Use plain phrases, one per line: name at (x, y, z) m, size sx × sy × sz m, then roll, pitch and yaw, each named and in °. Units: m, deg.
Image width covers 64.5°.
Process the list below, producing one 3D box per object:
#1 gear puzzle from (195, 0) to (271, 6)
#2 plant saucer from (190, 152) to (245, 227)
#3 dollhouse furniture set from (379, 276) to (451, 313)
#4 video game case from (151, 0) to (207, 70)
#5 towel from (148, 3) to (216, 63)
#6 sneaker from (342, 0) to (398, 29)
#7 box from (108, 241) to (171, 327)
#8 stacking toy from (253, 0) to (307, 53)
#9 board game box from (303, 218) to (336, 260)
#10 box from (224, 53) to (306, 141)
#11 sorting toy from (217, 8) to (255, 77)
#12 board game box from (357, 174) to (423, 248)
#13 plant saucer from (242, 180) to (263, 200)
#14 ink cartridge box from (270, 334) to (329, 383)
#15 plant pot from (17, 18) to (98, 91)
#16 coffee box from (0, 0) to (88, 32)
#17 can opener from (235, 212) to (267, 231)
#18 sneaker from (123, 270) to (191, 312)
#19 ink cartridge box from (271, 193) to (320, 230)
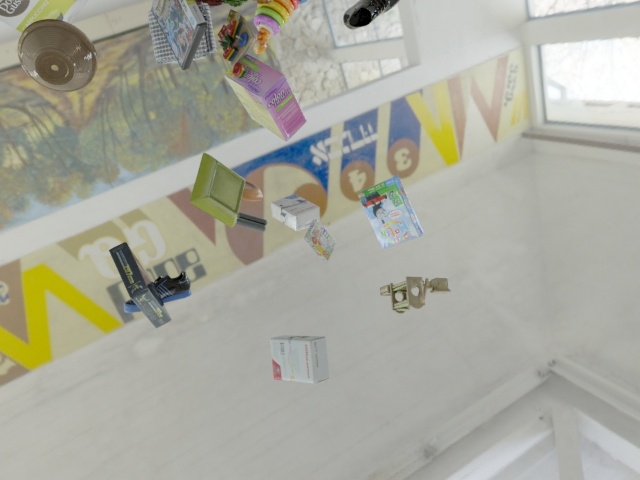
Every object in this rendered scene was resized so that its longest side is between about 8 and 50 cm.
gear puzzle at (-0.308, -0.843, 1.775) m, size 0.338 × 0.044 × 0.175 m, roll 8°, pitch -144°, yaw 16°
plant saucer at (-0.315, -0.164, 1.633) m, size 0.045 × 0.188 × 0.188 m, roll -10°, pitch -120°, yaw 36°
dollhouse furniture set at (0.312, 0.190, 1.674) m, size 0.160 × 0.101 × 0.182 m, roll 4°, pitch 163°, yaw -21°
video game case at (-0.486, -0.758, 1.720) m, size 0.035 × 0.248 × 0.275 m, roll -28°, pitch -179°, yaw -30°
towel at (-0.627, -0.933, 2.284) m, size 0.283 × 0.235 × 0.121 m, roll -5°, pitch -170°, yaw 16°
sneaker at (0.168, -0.674, 1.440) m, size 0.222 × 0.083 × 0.118 m, roll -36°, pitch -156°, yaw 13°
box at (-0.533, 0.137, 1.510) m, size 0.059 × 0.233 × 0.183 m, roll -28°, pitch -118°, yaw -13°
stacking toy at (-0.192, -0.847, 1.934) m, size 0.175 × 0.165 × 0.302 m, roll 12°, pitch -102°, yaw 48°
board game box at (0.000, 0.000, 2.130) m, size 0.026 × 0.154 × 0.103 m, roll -5°, pitch -132°, yaw 42°
box at (-0.192, -0.510, 1.824) m, size 0.117 × 0.243 × 0.213 m, roll -47°, pitch -122°, yaw -8°
sorting toy at (-0.299, -0.692, 1.737) m, size 0.132 × 0.046 × 0.275 m, roll -44°, pitch -124°, yaw 30°
board game box at (0.230, -0.091, 1.682) m, size 0.160 × 0.212 × 0.039 m, roll -21°, pitch -174°, yaw 43°
plant saucer at (-0.310, -0.202, 1.914) m, size 0.199 × 0.037 × 0.200 m, roll 18°, pitch -164°, yaw -6°
ink cartridge box at (-0.063, 0.354, 1.522) m, size 0.175 × 0.128 × 0.072 m, roll -7°, pitch 176°, yaw 42°
plant pot at (-0.857, -0.583, 1.651) m, size 0.237 × 0.237 × 0.110 m, roll -20°, pitch -137°, yaw -2°
coffee box at (-1.107, -0.997, 1.852) m, size 0.338 × 0.338 × 0.334 m, roll -46°, pitch 165°, yaw 7°
can opener at (-0.418, -0.115, 2.667) m, size 0.093 × 0.280 × 0.074 m, roll 127°, pitch -21°, yaw -68°
sneaker at (-0.548, 0.169, 1.699) m, size 0.232 × 0.091 × 0.081 m, roll -17°, pitch -164°, yaw -36°
ink cartridge box at (-0.112, -0.128, 2.292) m, size 0.139 × 0.082 × 0.190 m, roll -24°, pitch -145°, yaw -32°
